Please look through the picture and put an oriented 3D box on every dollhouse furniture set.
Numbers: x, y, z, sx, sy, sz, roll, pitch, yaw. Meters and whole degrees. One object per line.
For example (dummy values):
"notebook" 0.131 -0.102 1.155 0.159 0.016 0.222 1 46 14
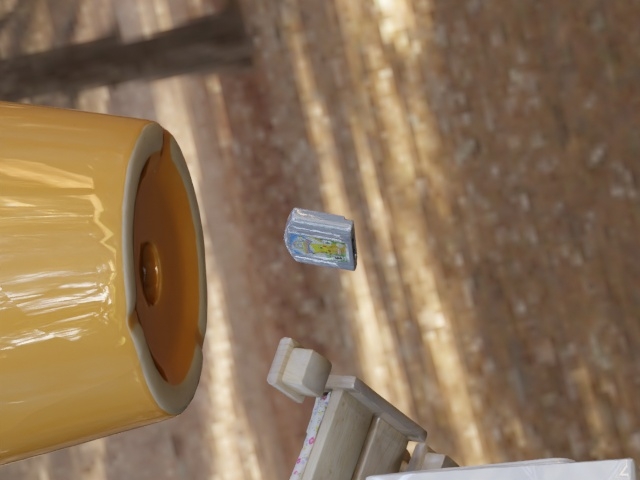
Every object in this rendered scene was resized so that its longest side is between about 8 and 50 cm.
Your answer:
"dollhouse furniture set" -0.031 0.297 1.684 0.355 0.174 0.303 42 -119 -45

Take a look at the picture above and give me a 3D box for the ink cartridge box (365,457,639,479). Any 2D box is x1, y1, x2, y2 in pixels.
"ink cartridge box" 0.148 0.313 1.259 0.198 0.197 0.270 52 -145 -58

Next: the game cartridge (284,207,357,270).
"game cartridge" 0.000 0.000 1.392 0.083 0.056 0.017 80 -155 -66

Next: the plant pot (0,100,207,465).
"plant pot" -0.155 0.018 0.778 0.205 0.188 0.205 -5 -90 -78
